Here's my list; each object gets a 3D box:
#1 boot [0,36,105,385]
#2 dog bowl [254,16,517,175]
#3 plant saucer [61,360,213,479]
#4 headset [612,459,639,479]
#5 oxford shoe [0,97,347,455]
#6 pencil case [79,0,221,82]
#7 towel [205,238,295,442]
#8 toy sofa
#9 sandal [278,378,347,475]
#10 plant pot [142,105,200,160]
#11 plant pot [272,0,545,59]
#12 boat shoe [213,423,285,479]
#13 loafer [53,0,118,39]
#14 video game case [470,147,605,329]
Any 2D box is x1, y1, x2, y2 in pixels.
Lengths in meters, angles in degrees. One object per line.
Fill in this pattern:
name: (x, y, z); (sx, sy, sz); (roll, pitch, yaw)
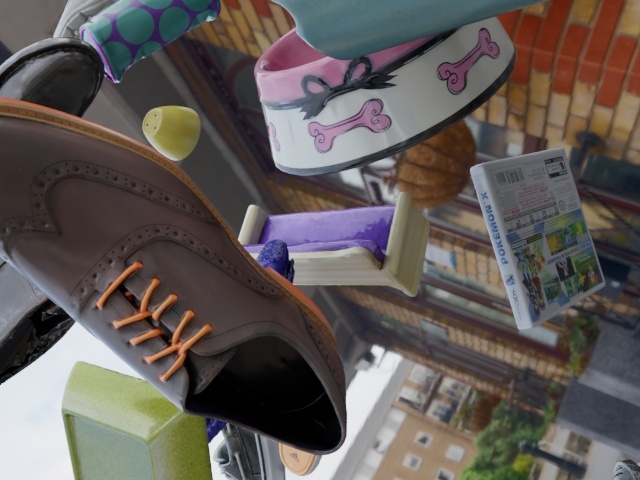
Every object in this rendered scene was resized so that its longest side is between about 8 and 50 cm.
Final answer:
boot: (-0.239, -0.022, 0.603); (0.263, 0.229, 0.091); (-48, -36, 8)
dog bowl: (0.078, -0.272, 1.085); (0.408, 0.408, 0.150); (-52, -55, -40)
plant saucer: (-0.185, 0.227, 0.698); (0.045, 0.188, 0.188); (-24, -66, -51)
headset: (0.581, 0.442, 1.151); (0.394, 0.243, 0.185); (135, 133, -57)
oxford shoe: (-0.081, 0.025, 0.379); (0.097, 0.271, 0.098); (-50, 27, 9)
pencil case: (-0.177, -0.227, 0.747); (0.151, 0.064, 0.070); (-41, -30, -23)
towel: (-0.108, 0.142, 1.026); (0.228, 0.076, 0.308); (-59, 7, 16)
toy sofa: (0.000, 0.000, 1.298); (0.177, 0.362, 0.150); (42, -125, -45)
sandal: (-0.031, 0.265, 1.049); (0.076, 0.102, 0.265); (-28, -43, -47)
plant pot: (-0.370, -0.271, 1.725); (0.095, 0.134, 0.134); (18, -88, -52)
plant pot: (0.120, -0.344, 0.671); (0.341, 0.334, 0.341); (26, -123, -49)
boat shoe: (-0.125, 0.357, 1.225); (0.121, 0.119, 0.335); (-107, 10, -72)
loafer: (-0.366, -0.443, 1.261); (0.319, 0.111, 0.112); (-39, -38, 22)
video game case: (0.421, -0.017, 1.354); (0.329, 0.036, 0.300); (-15, -92, -46)
